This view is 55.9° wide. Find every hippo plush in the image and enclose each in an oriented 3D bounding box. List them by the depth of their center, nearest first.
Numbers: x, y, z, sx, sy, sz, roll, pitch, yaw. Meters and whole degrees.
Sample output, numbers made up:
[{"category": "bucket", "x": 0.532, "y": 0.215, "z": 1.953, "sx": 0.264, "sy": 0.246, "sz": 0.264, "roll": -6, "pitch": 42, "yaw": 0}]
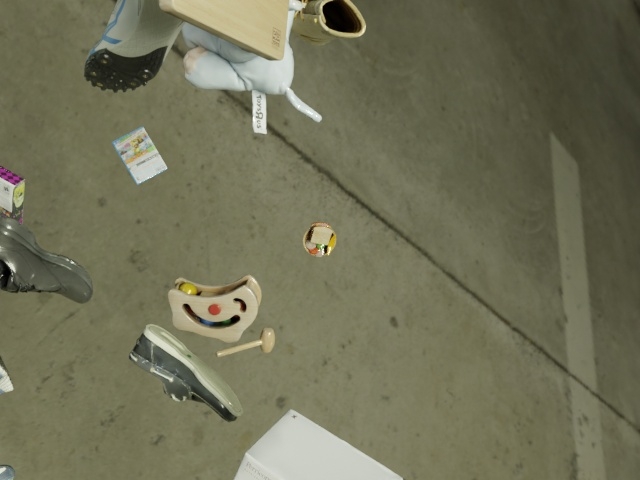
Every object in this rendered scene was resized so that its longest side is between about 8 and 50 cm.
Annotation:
[{"category": "hippo plush", "x": -0.145, "y": -0.358, "z": 1.036, "sx": 0.236, "sy": 0.234, "sz": 0.294, "roll": 75, "pitch": 3, "yaw": -79}]

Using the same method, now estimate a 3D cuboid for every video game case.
[{"category": "video game case", "x": -0.815, "y": -0.114, "z": 1.434, "sx": 0.232, "sy": 0.210, "sz": 0.042, "roll": 29, "pitch": 38, "yaw": 4}, {"category": "video game case", "x": -0.624, "y": -0.293, "z": 2.084, "sx": 0.119, "sy": 0.015, "sz": 0.166, "roll": -31, "pitch": 97, "yaw": -13}]

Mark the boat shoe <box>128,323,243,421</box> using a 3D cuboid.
[{"category": "boat shoe", "x": -0.237, "y": 0.247, "z": 1.065, "sx": 0.233, "sy": 0.079, "sz": 0.084, "roll": 36, "pitch": -1, "yaw": 11}]

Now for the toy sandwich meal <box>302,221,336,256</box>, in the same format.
[{"category": "toy sandwich meal", "x": 0.000, "y": 0.000, "z": 1.369, "sx": 0.085, "sy": 0.085, "sz": 0.029, "roll": 47, "pitch": 7, "yaw": -20}]

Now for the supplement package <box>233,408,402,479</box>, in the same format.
[{"category": "supplement package", "x": -0.027, "y": 0.389, "z": 0.829, "sx": 0.194, "sy": 0.203, "sz": 0.149, "roll": 27, "pitch": 17, "yaw": 16}]

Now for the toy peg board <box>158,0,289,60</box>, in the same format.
[{"category": "toy peg board", "x": -0.096, "y": -0.253, "z": 0.515, "sx": 0.161, "sy": 0.079, "sz": 0.161, "roll": -3, "pitch": 100, "yaw": -63}]

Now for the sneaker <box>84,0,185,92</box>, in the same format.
[{"category": "sneaker", "x": -0.225, "y": -0.275, "z": 0.761, "sx": 0.085, "sy": 0.237, "sz": 0.086, "roll": 21, "pitch": 48, "yaw": -37}]

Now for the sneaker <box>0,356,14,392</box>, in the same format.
[{"category": "sneaker", "x": -0.812, "y": 0.302, "z": 1.391, "sx": 0.147, "sy": 0.330, "sz": 0.130, "roll": -25, "pitch": 68, "yaw": -30}]

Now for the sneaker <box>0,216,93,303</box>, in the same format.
[{"category": "sneaker", "x": -0.638, "y": 0.074, "z": 1.336, "sx": 0.286, "sy": 0.109, "sz": 0.130, "roll": 44, "pitch": 43, "yaw": -36}]

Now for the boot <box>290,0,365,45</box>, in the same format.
[{"category": "boot", "x": -0.049, "y": -0.496, "z": 1.274, "sx": 0.262, "sy": 0.203, "sz": 0.095, "roll": 23, "pitch": 94, "yaw": -29}]

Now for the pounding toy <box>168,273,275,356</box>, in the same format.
[{"category": "pounding toy", "x": -0.226, "y": 0.166, "z": 1.406, "sx": 0.269, "sy": 0.154, "sz": 0.155, "roll": 15, "pitch": 20, "yaw": -4}]

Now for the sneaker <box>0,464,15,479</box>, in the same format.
[{"category": "sneaker", "x": -0.650, "y": 0.522, "z": 1.053, "sx": 0.122, "sy": 0.110, "sz": 0.283, "roll": 47, "pitch": 58, "yaw": 0}]
